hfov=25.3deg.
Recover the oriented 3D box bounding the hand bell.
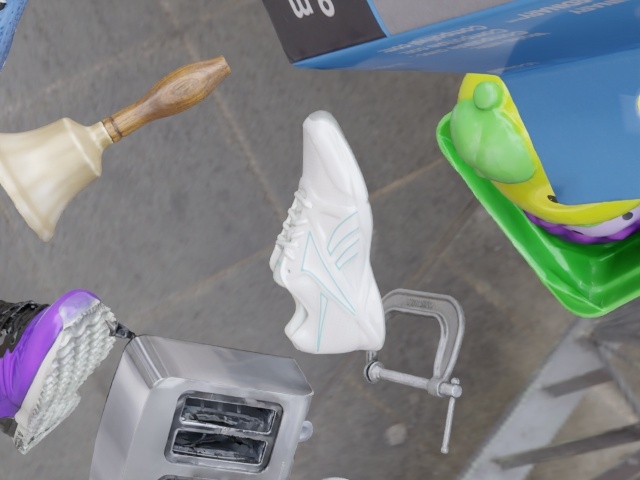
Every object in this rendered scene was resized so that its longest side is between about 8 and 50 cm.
[{"bbox_3d":[-0.195,-0.112,1.392,0.242,0.126,0.126,-30,86,-2],"label":"hand bell"}]

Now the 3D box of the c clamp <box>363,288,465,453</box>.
[{"bbox_3d":[0.085,0.113,1.348,0.022,0.160,0.137,16,90,-33],"label":"c clamp"}]

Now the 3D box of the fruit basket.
[{"bbox_3d":[0.268,-0.092,1.230,0.392,0.392,0.283,-41,96,-18],"label":"fruit basket"}]

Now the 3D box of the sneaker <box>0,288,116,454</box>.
[{"bbox_3d":[-0.309,0.109,1.456,0.146,0.293,0.102,45,54,7],"label":"sneaker"}]

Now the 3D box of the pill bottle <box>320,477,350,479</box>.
[{"bbox_3d":[-0.043,0.252,1.069,0.221,0.124,0.124,-18,81,-53],"label":"pill bottle"}]

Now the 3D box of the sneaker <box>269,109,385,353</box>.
[{"bbox_3d":[0.000,0.000,0.836,0.061,0.054,0.152,-10,109,-6],"label":"sneaker"}]

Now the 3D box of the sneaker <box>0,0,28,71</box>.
[{"bbox_3d":[-0.181,-0.199,0.737,0.129,0.147,0.330,15,95,-26],"label":"sneaker"}]

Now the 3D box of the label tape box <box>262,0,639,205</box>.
[{"bbox_3d":[0.059,-0.144,0.492,0.106,0.240,0.334,-30,103,-25],"label":"label tape box"}]

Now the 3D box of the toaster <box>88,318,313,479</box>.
[{"bbox_3d":[-0.108,0.175,1.231,0.185,0.110,0.168,12,101,-23],"label":"toaster"}]
